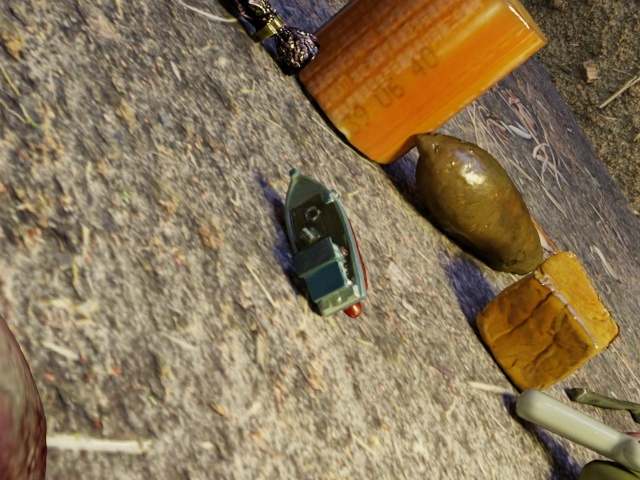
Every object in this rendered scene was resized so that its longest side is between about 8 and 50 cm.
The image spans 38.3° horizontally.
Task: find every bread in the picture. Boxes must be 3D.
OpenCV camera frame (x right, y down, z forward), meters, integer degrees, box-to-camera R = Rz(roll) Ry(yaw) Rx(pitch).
[{"bbox_3d":[0.313,0.115,1.269,0.143,0.149,0.158,56,25,14],"label":"bread"}]

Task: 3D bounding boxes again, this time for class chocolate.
[{"bbox_3d":[-0.073,-0.289,1.241,0.147,0.072,0.070,35,70,-18],"label":"chocolate"}]

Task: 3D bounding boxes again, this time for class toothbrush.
[{"bbox_3d":[0.471,0.264,1.481,0.297,0.030,0.030,22,49,-48],"label":"toothbrush"}]

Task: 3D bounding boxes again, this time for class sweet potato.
[{"bbox_3d":[0.262,-0.035,1.412,0.423,0.130,0.130,38,28,-46],"label":"sweet potato"}]

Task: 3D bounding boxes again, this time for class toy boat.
[{"bbox_3d":[0.000,0.000,0.967,0.059,0.069,0.173,31,37,-54],"label":"toy boat"}]

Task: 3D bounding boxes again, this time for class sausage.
[{"bbox_3d":[0.139,-0.278,1.314,0.233,0.287,0.233,43,22,-22],"label":"sausage"}]

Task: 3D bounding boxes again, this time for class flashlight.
[{"bbox_3d":[0.344,0.242,1.168,0.200,0.047,0.093,25,-2,13],"label":"flashlight"}]

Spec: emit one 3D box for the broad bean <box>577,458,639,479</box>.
[{"bbox_3d":[0.389,0.359,1.143,0.189,0.121,0.263,53,9,16],"label":"broad bean"}]

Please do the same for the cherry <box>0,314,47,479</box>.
[{"bbox_3d":[-0.209,0.078,0.387,0.195,0.195,0.195,40,28,-26],"label":"cherry"}]
